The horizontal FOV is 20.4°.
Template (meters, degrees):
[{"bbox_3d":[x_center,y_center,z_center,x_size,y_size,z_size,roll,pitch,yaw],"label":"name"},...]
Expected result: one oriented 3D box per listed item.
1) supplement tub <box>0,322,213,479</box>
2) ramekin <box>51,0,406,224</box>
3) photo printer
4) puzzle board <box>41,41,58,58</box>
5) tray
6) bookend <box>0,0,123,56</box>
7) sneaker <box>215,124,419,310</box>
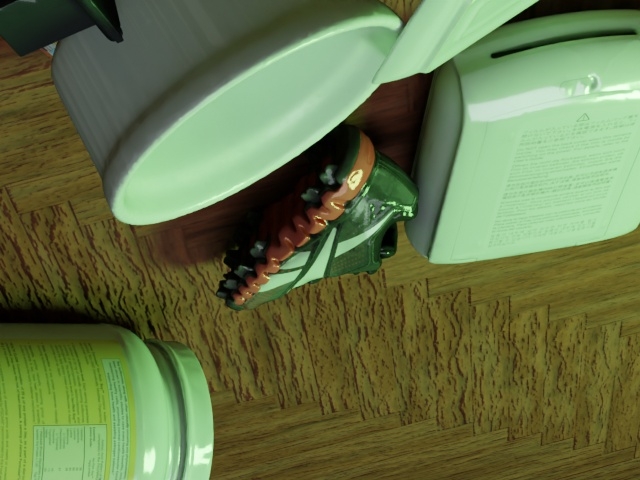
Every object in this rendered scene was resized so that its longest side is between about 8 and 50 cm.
[{"bbox_3d":[-0.305,0.206,1.883,0.331,0.241,0.241,2,146,-28],"label":"supplement tub"},{"bbox_3d":[-0.080,-0.145,1.424,0.277,0.135,0.277,-31,169,-7],"label":"ramekin"},{"bbox_3d":[0.222,-0.106,1.741,0.256,0.107,0.307,-9,149,-11],"label":"photo printer"},{"bbox_3d":[-0.218,-0.197,1.473,0.096,0.011,0.128,-26,148,17],"label":"puzzle board"},{"bbox_3d":[0.158,-0.216,1.464,0.270,0.030,0.145,-36,166,-39],"label":"tray"},{"bbox_3d":[-0.242,-0.197,1.315,0.156,0.157,0.072,-22,149,10],"label":"bookend"},{"bbox_3d":[0.000,0.000,1.800,0.135,0.098,0.276,27,133,-21],"label":"sneaker"}]
